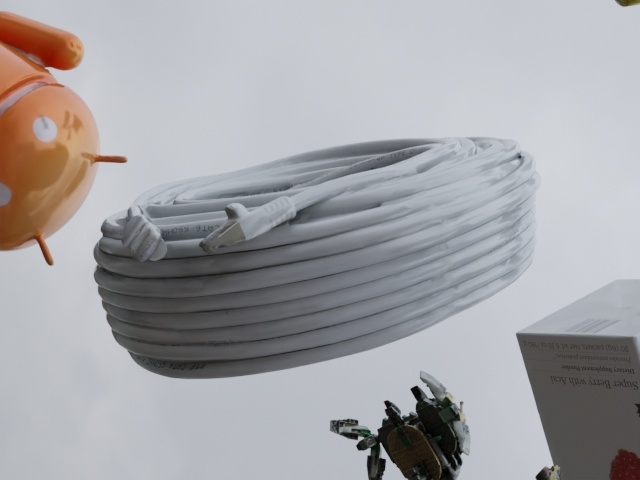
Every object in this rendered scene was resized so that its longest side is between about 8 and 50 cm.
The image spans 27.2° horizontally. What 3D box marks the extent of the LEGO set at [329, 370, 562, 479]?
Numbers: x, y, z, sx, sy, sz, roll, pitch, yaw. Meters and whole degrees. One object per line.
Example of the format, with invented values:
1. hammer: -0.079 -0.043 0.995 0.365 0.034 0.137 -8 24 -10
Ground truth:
1. LEGO set: 0.043 0.069 0.418 0.083 0.023 0.054 35 -52 25

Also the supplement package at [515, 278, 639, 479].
1. supplement package: 0.364 0.205 1.422 0.178 0.175 0.292 -4 -74 56

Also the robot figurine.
1. robot figurine: -0.239 -0.078 0.883 0.219 0.158 0.128 33 -52 11

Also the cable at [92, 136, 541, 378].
1. cable: 0.000 0.000 0.750 0.257 0.257 0.089 -167 -115 -71

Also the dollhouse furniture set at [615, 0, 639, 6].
1. dollhouse furniture set: 0.304 -0.241 1.022 0.286 0.198 0.303 36 -19 37
